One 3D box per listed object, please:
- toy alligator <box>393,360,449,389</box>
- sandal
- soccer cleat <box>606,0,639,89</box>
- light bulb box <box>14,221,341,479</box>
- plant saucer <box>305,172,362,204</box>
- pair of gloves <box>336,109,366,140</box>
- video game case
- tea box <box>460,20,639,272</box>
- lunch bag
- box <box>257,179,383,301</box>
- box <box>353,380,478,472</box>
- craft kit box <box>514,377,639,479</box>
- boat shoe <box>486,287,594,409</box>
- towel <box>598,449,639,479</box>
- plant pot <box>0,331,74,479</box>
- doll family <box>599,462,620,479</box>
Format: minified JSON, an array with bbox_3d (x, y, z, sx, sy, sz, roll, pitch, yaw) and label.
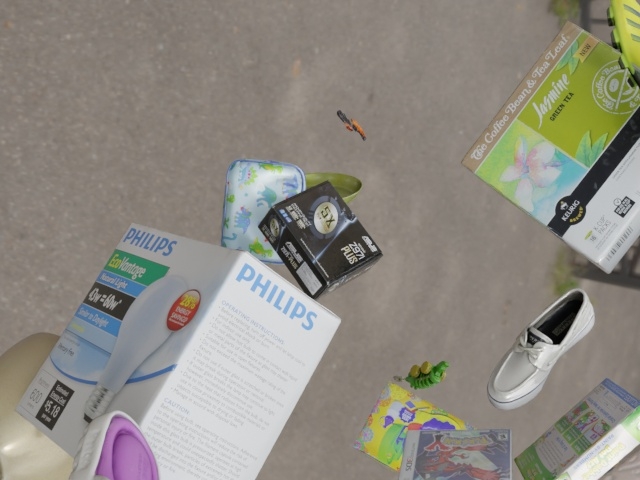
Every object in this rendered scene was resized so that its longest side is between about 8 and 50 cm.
[{"bbox_3d":[0.232,0.326,2.121,0.056,0.190,0.051,30,55,-24],"label":"toy alligator"},{"bbox_3d":[-0.189,0.317,0.939,0.102,0.416,0.169,-32,127,7],"label":"sandal"},{"bbox_3d":[0.554,-0.284,1.466,0.093,0.121,0.289,17,50,-65],"label":"soccer cleat"},{"bbox_3d":[-0.223,0.193,1.389,0.225,0.358,0.361,39,73,-35],"label":"light bulb box"},{"bbox_3d":[-0.015,-0.114,2.225,0.241,0.241,0.037,-33,125,-50],"label":"plant saucer"},{"bbox_3d":[0.070,-0.260,2.054,0.010,0.074,0.083,-44,135,19],"label":"pair of gloves"},{"bbox_3d":[0.248,0.403,1.660,0.183,0.201,0.023,-64,148,-65],"label":"video game case"},{"bbox_3d":[0.503,-0.167,1.705,0.329,0.323,0.220,-54,157,8],"label":"tea box"},{"bbox_3d":[-0.117,-0.060,1.909,0.090,0.176,0.219,-100,-165,-85],"label":"lunch bag"},{"bbox_3d":[0.000,0.000,1.665,0.147,0.180,0.077,-26,165,-38],"label":"box"},{"bbox_3d":[0.254,0.493,2.145,0.177,0.290,0.279,-60,165,-10],"label":"box"},{"bbox_3d":[0.473,0.367,1.645,0.246,0.061,0.250,-40,178,5],"label":"craft kit box"},{"bbox_3d":[0.401,0.194,1.663,0.267,0.096,0.088,-40,140,-8],"label":"boat shoe"},{"bbox_3d":[0.724,0.486,1.751,0.332,0.317,0.053,-24,113,-25],"label":"towel"},{"bbox_3d":[-0.511,0.327,1.567,0.191,0.284,0.284,-30,126,-50],"label":"plant pot"},{"bbox_3d":[0.640,0.570,1.934,0.193,0.076,0.111,-97,-157,-47],"label":"doll family"}]
